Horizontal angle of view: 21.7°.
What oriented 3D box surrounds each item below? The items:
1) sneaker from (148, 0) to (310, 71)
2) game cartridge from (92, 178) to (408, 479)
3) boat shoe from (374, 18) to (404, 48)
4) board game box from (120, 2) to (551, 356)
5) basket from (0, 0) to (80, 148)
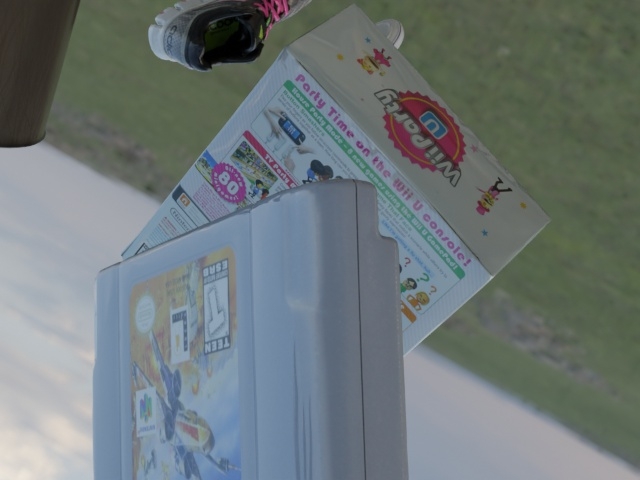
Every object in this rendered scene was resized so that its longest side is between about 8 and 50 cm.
[{"bbox_3d":[-0.061,-0.193,1.445,0.075,0.170,0.063,42,152,43],"label":"sneaker"},{"bbox_3d":[-0.050,0.092,0.861,0.062,0.198,0.297,8,166,-27],"label":"game cartridge"},{"bbox_3d":[0.023,-0.156,1.377,0.035,0.100,0.035,61,-177,37],"label":"boat shoe"},{"bbox_3d":[0.000,0.000,1.300,0.224,0.097,0.303,49,137,4],"label":"board game box"},{"bbox_3d":[-0.217,-0.194,1.076,0.154,0.227,0.204,21,-169,0],"label":"basket"}]
